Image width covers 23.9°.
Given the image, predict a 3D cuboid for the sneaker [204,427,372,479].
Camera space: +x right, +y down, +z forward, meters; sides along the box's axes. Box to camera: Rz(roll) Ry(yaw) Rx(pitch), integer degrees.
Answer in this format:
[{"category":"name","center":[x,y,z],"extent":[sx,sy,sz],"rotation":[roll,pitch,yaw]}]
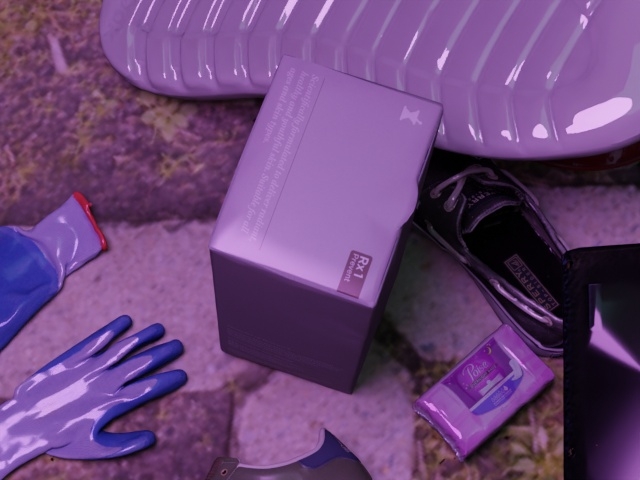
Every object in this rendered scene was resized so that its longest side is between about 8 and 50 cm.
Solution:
[{"category":"sneaker","center":[-0.057,0.179,0.940],"extent":[0.192,0.064,0.086],"rotation":[-20,64,-7]}]

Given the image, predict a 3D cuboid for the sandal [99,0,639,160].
[{"category":"sandal","center":[0.046,-0.144,1.002],"extent":[0.416,0.102,0.169],"rotation":[13,84,26]}]

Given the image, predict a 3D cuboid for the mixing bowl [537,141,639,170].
[{"category":"mixing bowl","center":[0.185,-0.148,1.032],"extent":[0.181,0.098,0.181],"rotation":[0,71,-1]}]

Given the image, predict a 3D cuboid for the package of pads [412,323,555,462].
[{"category":"package of pads","center":[0.105,0.098,0.979],"extent":[0.083,0.032,0.050],"rotation":[-40,77,-13]}]

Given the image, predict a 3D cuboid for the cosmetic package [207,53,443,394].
[{"category":"cosmetic package","center":[0.000,0.000,0.905],"extent":[0.107,0.238,0.127],"rotation":[18,71,6]}]

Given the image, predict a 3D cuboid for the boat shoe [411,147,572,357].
[{"category":"boat shoe","center":[0.106,-0.020,1.001],"extent":[0.078,0.070,0.219],"rotation":[-40,75,-13]}]

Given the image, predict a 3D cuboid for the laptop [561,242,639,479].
[{"category":"laptop","center":[0.371,0.205,0.915],"extent":[0.408,0.236,0.382],"rotation":[-5,69,20]}]

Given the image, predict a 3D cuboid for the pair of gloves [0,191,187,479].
[{"category":"pair of gloves","center":[-0.186,0.067,0.997],"extent":[0.159,0.023,0.198],"rotation":[-31,73,-10]}]
